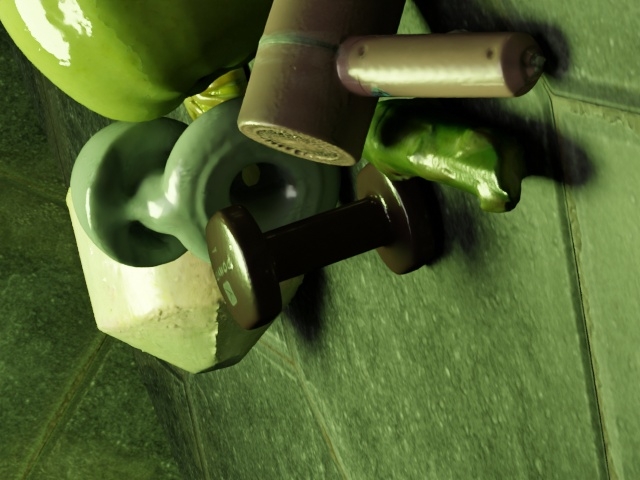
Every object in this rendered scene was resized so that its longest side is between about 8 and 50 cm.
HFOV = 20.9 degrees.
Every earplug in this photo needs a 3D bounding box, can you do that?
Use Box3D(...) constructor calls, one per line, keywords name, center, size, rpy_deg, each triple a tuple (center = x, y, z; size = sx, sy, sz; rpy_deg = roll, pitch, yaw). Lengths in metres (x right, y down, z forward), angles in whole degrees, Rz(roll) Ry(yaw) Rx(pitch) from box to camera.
Box3D(name="earplug", center=(-0.139, -0.069, 2.044), size=(0.175, 0.326, 0.214), rpy_deg=(-69, -28, -62))

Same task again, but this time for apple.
Box3D(name="apple", center=(-0.199, -0.323, 1.961), size=(0.357, 0.357, 0.357), rpy_deg=(164, 90, -72))

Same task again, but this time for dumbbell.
Box3D(name="dumbbell", center=(0.000, 0.000, 1.815), size=(0.140, 0.225, 0.124), rpy_deg=(133, 117, -71))

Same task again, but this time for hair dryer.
Box3D(name="hair dryer", center=(0.082, -0.180, 1.585), size=(0.352, 0.125, 0.210), rpy_deg=(7, 77, 48))

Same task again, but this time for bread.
Box3D(name="bread", center=(-0.135, -0.204, 2.310), size=(0.094, 0.083, 0.157), rpy_deg=(43, 145, 38))

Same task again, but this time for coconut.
Box3D(name="coconut", center=(-0.170, 0.021, 2.288), size=(0.297, 0.298, 0.309), rpy_deg=(174, 83, -72))

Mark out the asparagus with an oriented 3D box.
Box3D(name="asparagus", center=(0.119, -0.083, 1.623), size=(0.343, 0.085, 0.082), rpy_deg=(21, 129, 67))
